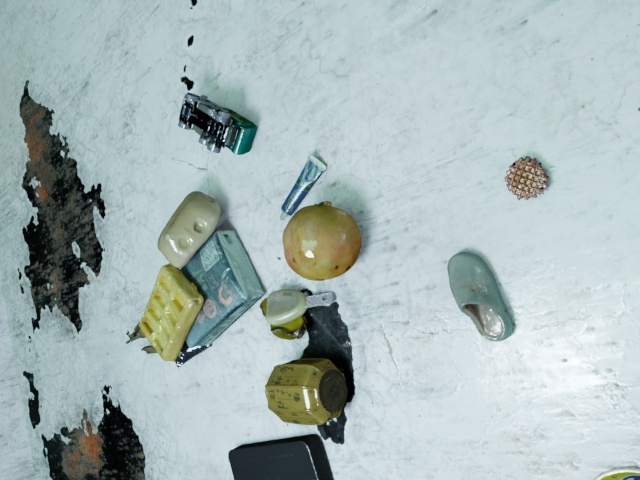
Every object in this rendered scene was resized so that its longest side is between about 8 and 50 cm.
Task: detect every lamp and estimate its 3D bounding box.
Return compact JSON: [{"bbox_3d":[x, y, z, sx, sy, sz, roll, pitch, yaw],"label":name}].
[{"bbox_3d":[-0.036,0.371,1.353,0.185,0.161,0.161,-16,83,41],"label":"lamp"}]

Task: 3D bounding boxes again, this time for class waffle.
[{"bbox_3d":[-0.440,0.215,1.601,0.168,0.057,0.274,46,122,28],"label":"waffle"},{"bbox_3d":[0.388,-0.115,1.036,0.075,0.029,0.083,-37,73,36],"label":"waffle"}]

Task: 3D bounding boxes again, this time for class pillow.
[{"bbox_3d":[-0.441,0.281,1.732,0.141,0.055,0.208,-36,69,10],"label":"pillow"}]

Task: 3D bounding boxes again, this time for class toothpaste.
[{"bbox_3d":[-0.053,-0.128,1.403,0.057,0.035,0.197,41,118,12],"label":"toothpaste"}]

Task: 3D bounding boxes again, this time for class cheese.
[{"bbox_3d":[-0.384,-0.032,1.579,0.117,0.235,0.218,36,143,-15],"label":"cheese"},{"bbox_3d":[-0.052,0.160,1.401,0.192,0.037,0.096,-13,56,23],"label":"cheese"}]

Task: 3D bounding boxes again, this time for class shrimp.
[{"bbox_3d":[-0.562,0.321,1.854,0.254,0.059,0.145,-44,76,28],"label":"shrimp"}]

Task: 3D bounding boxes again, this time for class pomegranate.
[{"bbox_3d":[-0.002,0.003,1.275,0.191,0.191,0.191,4,96,40],"label":"pomegranate"}]

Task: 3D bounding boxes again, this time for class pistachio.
[{"bbox_3d":[-0.097,0.213,1.454,0.173,0.049,0.089,30,81,40],"label":"pistachio"}]

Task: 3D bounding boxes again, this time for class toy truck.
[{"bbox_3d":[-0.285,-0.321,1.523,0.253,0.124,0.114,36,115,34],"label":"toy truck"}]

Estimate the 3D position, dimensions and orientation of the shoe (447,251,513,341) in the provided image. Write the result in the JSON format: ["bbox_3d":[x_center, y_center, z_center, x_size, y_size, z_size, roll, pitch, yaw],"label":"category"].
[{"bbox_3d":[0.309,0.114,1.090,0.079,0.078,0.195,-35,75,37],"label":"shoe"}]

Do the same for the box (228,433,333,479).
[{"bbox_3d":[-0.110,0.654,1.501,0.350,0.058,0.211,-24,81,39],"label":"box"}]

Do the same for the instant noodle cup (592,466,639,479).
[{"bbox_3d":[0.510,0.503,0.888,0.213,0.174,0.213,4,96,41],"label":"instant noodle cup"}]

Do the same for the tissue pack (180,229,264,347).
[{"bbox_3d":[-0.321,0.145,1.605,0.316,0.103,0.227,-42,65,33],"label":"tissue pack"}]
